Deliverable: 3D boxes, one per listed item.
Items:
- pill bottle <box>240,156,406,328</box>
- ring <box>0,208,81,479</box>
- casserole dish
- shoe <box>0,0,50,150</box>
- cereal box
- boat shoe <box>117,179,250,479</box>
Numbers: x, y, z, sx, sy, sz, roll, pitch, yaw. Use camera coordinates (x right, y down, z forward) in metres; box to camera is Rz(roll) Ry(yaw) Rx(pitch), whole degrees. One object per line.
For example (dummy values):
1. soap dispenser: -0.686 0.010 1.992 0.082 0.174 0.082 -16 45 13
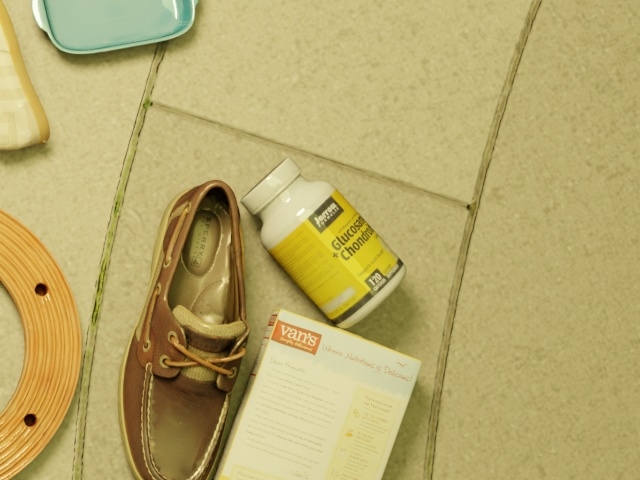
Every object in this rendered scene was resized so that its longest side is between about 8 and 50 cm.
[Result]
1. pill bottle: 0.000 0.000 1.908 0.103 0.103 0.184 -44 95 -17
2. ring: -0.419 0.111 1.815 0.336 0.032 0.336 3 81 -16
3. casserole dish: -0.227 -0.264 1.921 0.188 0.037 0.114 -12 85 -18
4. shoe: -0.355 -0.199 1.855 0.058 0.076 0.219 -23 90 -22
5. cereal box: -0.009 0.213 1.890 0.173 0.047 0.240 22 83 -11
6. boat shoe: -0.136 0.101 1.845 0.123 0.123 0.342 13 78 -13
